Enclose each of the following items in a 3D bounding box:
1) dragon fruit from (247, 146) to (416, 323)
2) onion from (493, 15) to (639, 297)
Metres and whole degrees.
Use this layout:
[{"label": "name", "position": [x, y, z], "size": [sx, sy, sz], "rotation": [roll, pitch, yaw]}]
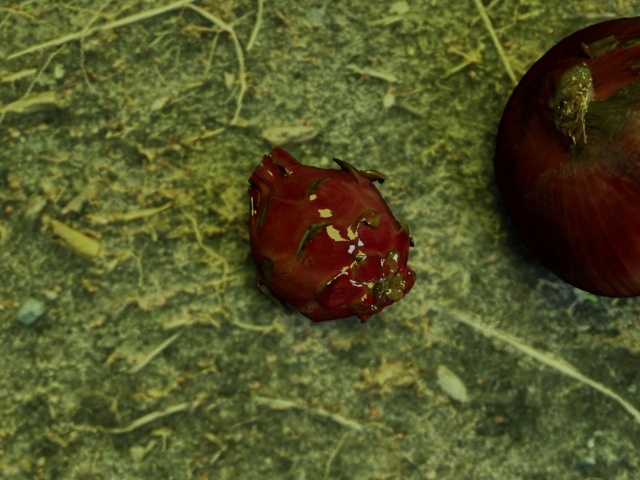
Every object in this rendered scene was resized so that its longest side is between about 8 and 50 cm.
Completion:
[{"label": "dragon fruit", "position": [0.000, 0.000, 1.268], "size": [0.166, 0.133, 0.136], "rotation": [46, 29, 6]}, {"label": "onion", "position": [0.245, -0.075, 1.281], "size": [0.161, 0.248, 0.248], "rotation": [6, 70, -26]}]
